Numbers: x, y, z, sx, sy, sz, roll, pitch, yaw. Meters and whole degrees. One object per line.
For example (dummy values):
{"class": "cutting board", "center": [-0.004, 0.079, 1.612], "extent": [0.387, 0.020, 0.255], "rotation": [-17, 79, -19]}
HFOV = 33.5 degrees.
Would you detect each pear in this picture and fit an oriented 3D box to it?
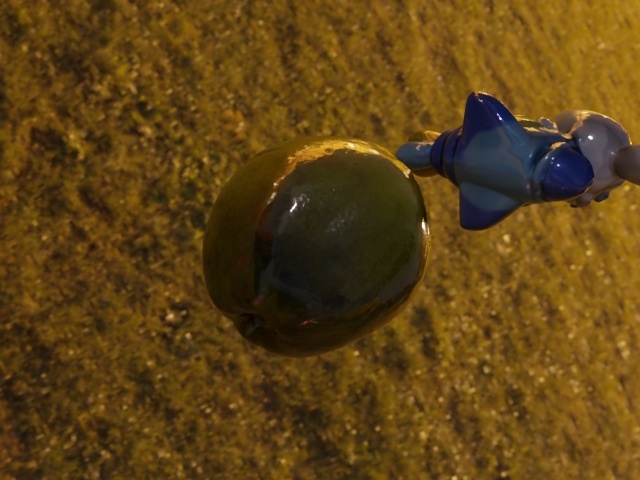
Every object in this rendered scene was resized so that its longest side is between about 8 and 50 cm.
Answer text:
{"class": "pear", "center": [0.000, 0.000, 1.323], "extent": [0.321, 0.269, 0.269], "rotation": [-48, 112, -30]}

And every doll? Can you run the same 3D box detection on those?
{"class": "doll", "center": [0.314, -0.108, 1.547], "extent": [0.376, 0.366, 0.187], "rotation": [136, -48, -73]}
